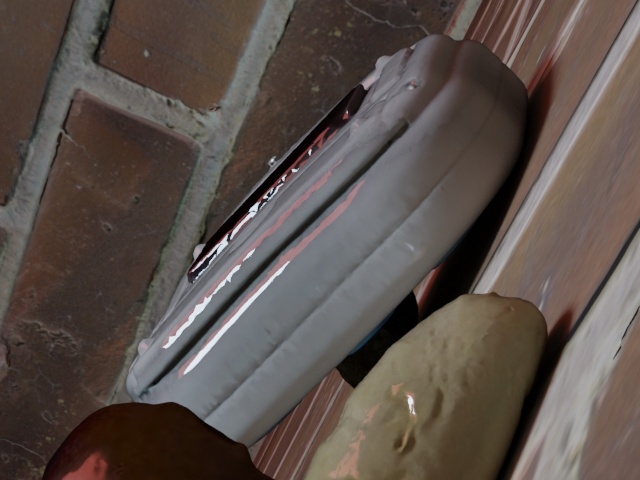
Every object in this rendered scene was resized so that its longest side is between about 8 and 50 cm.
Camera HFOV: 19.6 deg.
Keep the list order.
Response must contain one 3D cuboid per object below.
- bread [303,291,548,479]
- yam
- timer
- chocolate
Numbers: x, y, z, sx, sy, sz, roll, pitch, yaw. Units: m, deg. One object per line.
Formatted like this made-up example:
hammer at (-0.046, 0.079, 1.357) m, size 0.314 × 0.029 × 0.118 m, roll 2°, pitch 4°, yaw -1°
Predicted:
bread at (0.007, 0.110, 0.553) m, size 0.073 × 0.053 × 0.214 m, roll 100°, pitch -166°, yaw -77°
yam at (0.033, 0.053, 1.052) m, size 0.094 × 0.043 × 0.043 m, roll -65°, pitch 0°, yaw -73°
timer at (0.000, 0.000, 1.004) m, size 0.262 × 0.087 × 0.237 m, roll -45°, pitch 8°, yaw 18°
chocolate at (-0.042, 0.118, 0.669) m, size 0.127 × 0.133 × 0.124 m, roll -61°, pitch -7°, yaw -62°
